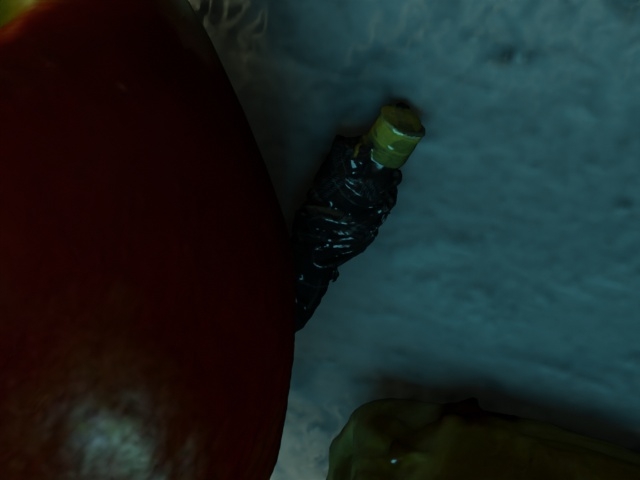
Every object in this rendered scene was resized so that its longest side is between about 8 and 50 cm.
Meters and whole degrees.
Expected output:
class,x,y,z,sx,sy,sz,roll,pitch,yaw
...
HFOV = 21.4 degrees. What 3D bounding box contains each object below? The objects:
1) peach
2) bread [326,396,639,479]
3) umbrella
class,x,y,z,sx,sy,sz,roll,pitch,yaw
peach,-0.150,0.037,0.656,0.281,0.281,0.338,15,131,6
bread,0.149,0.247,0.693,0.370,0.314,0.191,13,135,1
umbrella,0.000,0.000,0.719,0.037,0.040,0.144,34,125,2
